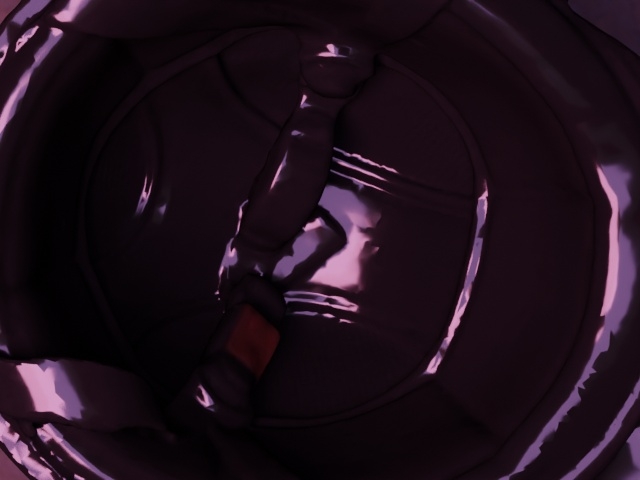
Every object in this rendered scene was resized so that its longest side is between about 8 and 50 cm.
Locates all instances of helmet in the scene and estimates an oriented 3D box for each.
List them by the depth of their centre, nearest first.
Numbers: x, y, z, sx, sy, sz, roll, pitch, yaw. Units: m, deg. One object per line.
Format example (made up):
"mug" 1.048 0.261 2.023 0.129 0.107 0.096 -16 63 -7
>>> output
"helmet" 0.000 0.000 0.563 0.279 0.160 0.230 12 93 -10
